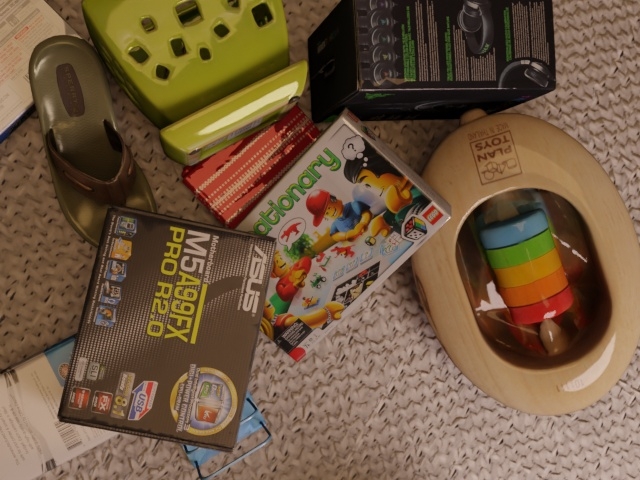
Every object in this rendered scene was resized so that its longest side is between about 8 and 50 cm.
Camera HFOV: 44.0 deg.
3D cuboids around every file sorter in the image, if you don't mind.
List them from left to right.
[{"bbox_3d":[-0.156,0.216,1.071,0.118,0.104,0.170,-29,97,-13],"label":"file sorter"}]

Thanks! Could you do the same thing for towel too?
[{"bbox_3d":[-0.041,-0.059,1.138,0.199,0.031,0.275,-44,100,-10],"label":"towel"}]

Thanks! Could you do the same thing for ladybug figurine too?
[{"bbox_3d":[0.286,0.025,1.130,0.304,0.162,0.450,-16,100,9],"label":"ladybug figurine"}]

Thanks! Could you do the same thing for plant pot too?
[{"bbox_3d":[-0.145,-0.226,1.002,0.227,0.228,0.207,-28,93,-9],"label":"plant pot"}]

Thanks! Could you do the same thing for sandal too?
[{"bbox_3d":[-0.297,-0.109,1.018,0.120,0.086,0.303,-23,117,-14],"label":"sandal"}]

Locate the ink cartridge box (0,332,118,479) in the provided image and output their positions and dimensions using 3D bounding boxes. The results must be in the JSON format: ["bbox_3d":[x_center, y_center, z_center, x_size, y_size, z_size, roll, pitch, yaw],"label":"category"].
[{"bbox_3d":[-0.373,0.226,1.028,0.190,0.082,0.140,-26,96,-11],"label":"ink cartridge box"}]

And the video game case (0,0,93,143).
[{"bbox_3d":[-0.476,-0.241,1.012,0.244,0.061,0.269,46,80,-12],"label":"video game case"}]

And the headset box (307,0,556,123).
[{"bbox_3d":[0.128,-0.242,1.069,0.282,0.246,0.131,-3,90,-15],"label":"headset box"}]

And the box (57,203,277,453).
[{"bbox_3d":[-0.185,0.108,0.984,0.216,0.060,0.270,12,81,-4],"label":"box"}]

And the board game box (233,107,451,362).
[{"bbox_3d":[0.000,0.000,1.061,0.193,0.053,0.305,41,111,-8],"label":"board game box"}]
